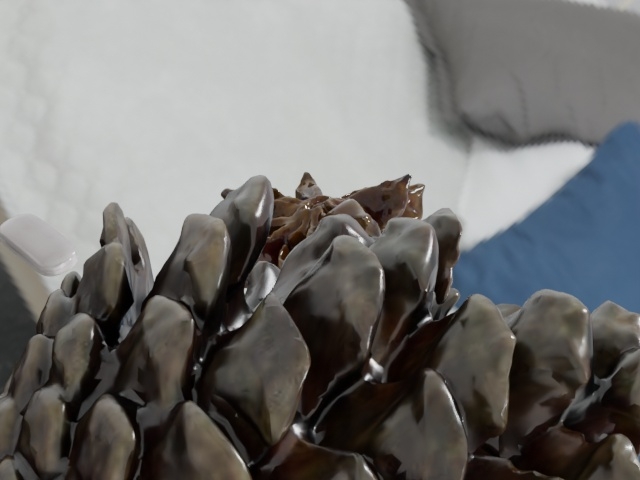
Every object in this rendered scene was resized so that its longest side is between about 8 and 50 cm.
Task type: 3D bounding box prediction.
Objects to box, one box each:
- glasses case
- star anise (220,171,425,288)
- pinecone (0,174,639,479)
[{"bbox_3d":[-0.211,0.003,1.126,0.032,0.021,0.083,-33,41,-25],"label":"glasses case"},{"bbox_3d":[0.000,-0.003,1.394,0.212,0.111,0.196,-4,11,-3],"label":"star anise"},{"bbox_3d":[0.004,0.072,0.451,0.179,0.205,0.184,-93,165,-69],"label":"pinecone"}]
